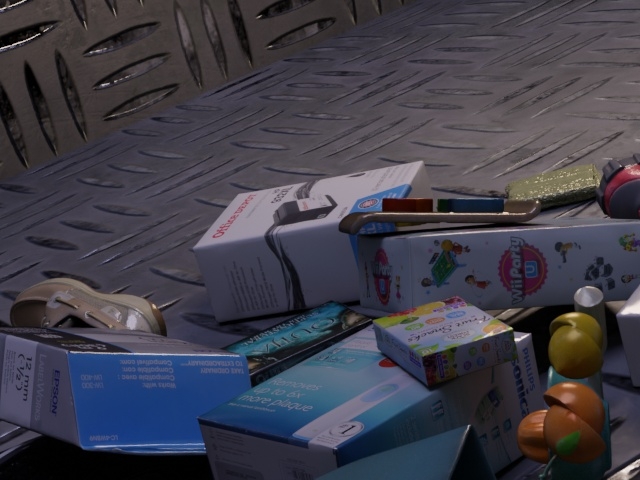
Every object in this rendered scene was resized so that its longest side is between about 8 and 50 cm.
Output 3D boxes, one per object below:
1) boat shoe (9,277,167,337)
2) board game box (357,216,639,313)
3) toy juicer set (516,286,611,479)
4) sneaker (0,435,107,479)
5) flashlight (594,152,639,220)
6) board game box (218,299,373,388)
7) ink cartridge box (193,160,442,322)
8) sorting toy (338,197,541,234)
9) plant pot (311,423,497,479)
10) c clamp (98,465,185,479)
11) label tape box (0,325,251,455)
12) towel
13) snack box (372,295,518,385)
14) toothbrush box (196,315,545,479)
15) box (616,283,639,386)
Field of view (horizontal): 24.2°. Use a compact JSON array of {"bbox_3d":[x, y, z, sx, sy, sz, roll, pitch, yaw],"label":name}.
[{"bbox_3d":[-0.360,0.127,2.173,0.302,0.109,0.098,6,27,38],"label":"boat shoe"},{"bbox_3d":[0.218,0.028,1.789,0.303,0.097,0.224,-3,2,-14],"label":"board game box"},{"bbox_3d":[0.228,0.153,1.419,0.090,0.209,0.329,-3,22,12],"label":"toy juicer set"},{"bbox_3d":[-0.371,0.276,1.778,0.235,0.084,0.097,-19,16,-9],"label":"sneaker"},{"bbox_3d":[0.436,-0.021,1.937,0.103,0.103,0.304,-11,23,2],"label":"flashlight"},{"bbox_3d":[-0.035,0.136,1.982,0.186,0.026,0.126,-24,19,-20],"label":"board game box"},{"bbox_3d":[0.000,0.000,2.183,0.307,0.129,0.223,-10,20,20],"label":"ink cartridge box"},{"bbox_3d":[0.138,-0.038,1.893,0.229,0.041,0.307,-4,2,-4],"label":"sorting toy"},{"bbox_3d":[0.035,0.288,1.279,0.234,0.165,0.165,-16,17,24],"label":"plant pot"},{"bbox_3d":[-0.215,0.295,1.693,0.137,0.022,0.161,-18,16,-22],"label":"c clamp"},{"bbox_3d":[-0.223,0.173,1.751,0.249,0.115,0.348,5,-1,-39],"label":"label tape box"},{"bbox_3d":[0.355,-0.077,2.266,0.148,0.027,0.110,-12,20,9],"label":"towel"},{"bbox_3d":[0.125,0.100,1.524,0.100,0.037,0.141,-17,17,-15],"label":"snack box"},{"bbox_3d":[0.059,0.194,1.550,0.295,0.126,0.216,-23,18,-38],"label":"toothbrush box"},{"bbox_3d":[0.422,0.082,1.643,0.130,0.091,0.170,-3,23,36],"label":"box"}]
